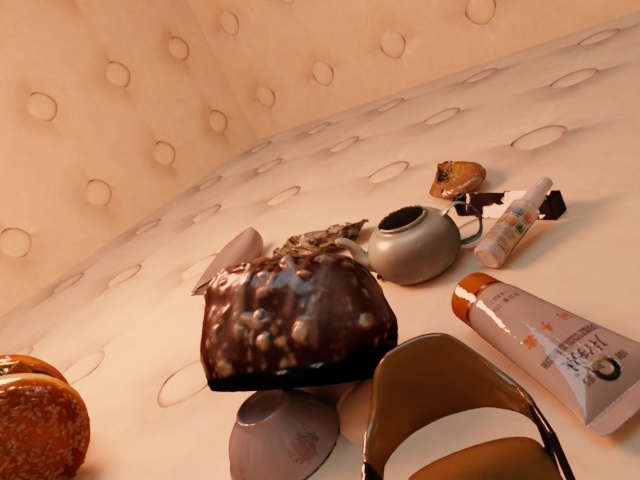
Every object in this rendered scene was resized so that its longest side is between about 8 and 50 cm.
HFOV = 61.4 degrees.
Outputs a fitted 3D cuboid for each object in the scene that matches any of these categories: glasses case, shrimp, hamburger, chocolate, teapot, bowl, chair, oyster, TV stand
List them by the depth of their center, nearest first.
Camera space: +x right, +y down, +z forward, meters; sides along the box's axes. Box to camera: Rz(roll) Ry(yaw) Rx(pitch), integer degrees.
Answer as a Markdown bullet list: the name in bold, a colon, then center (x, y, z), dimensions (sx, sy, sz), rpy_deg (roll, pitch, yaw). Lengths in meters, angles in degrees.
- **chair**: center (0.136, 0.226, 0.466), dimensions (0.159, 0.246, 0.172), rpy_deg (-24, 22, 10)
- **bowl**: center (-0.072, 0.280, 0.819), dimensions (0.189, 0.085, 0.189), rpy_deg (-23, 21, 10)
- **chocolate**: center (-0.048, 0.122, 0.876), dimensions (0.341, 0.209, 0.225), rpy_deg (-10, -10, 22)
- **hamburger**: center (-0.573, 0.356, 0.979), dimensions (0.291, 0.290, 0.225), rpy_deg (-37, 31, -25)
- **teapot**: center (0.190, 0.001, 1.115), dimensions (0.295, 0.129, 0.193), rpy_deg (-21, 22, 16)
- **TV stand**: center (0.399, -0.078, 1.168), dimensions (0.040, 0.048, 0.257), rpy_deg (-39, 24, -25)
- **oyster**: center (-0.001, -0.003, 1.419), dimensions (0.252, 0.087, 0.199), rpy_deg (-28, 9, -25)
- **shrimp**: center (0.350, -0.167, 1.438), dimensions (0.145, 0.061, 0.267), rpy_deg (-34, 21, 9)
- **glasses case**: center (-0.262, 0.076, 1.555), dimensions (0.128, 0.083, 0.308), rpy_deg (-24, 20, 25)

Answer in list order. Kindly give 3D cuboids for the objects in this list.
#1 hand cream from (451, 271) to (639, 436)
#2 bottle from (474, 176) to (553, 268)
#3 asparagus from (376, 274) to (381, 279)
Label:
- **hand cream**: center (0.299, 0.140, 0.728), dimensions (0.140, 0.089, 0.314), rpy_deg (-34, 29, -13)
- **bottle**: center (0.377, -0.041, 1.028), dimensions (0.217, 0.060, 0.060), rpy_deg (-48, 26, -16)
- **asparagus**: center (0.135, 0.053, 1.223), dimensions (0.016, 0.016, 0.162), rpy_deg (3, 25, 5)
